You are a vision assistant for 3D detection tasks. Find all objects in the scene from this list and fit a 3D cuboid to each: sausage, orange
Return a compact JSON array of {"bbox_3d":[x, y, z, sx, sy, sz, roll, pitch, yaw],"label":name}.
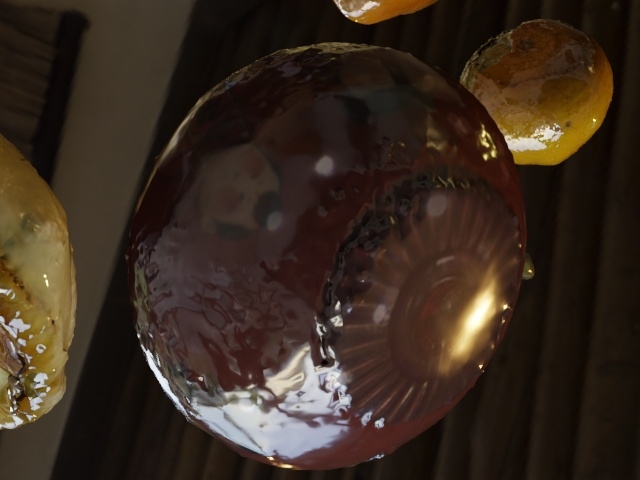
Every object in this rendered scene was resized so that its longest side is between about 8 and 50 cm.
[{"bbox_3d":[0.072,-0.250,1.194,0.098,0.238,0.098,8,-70,23],"label":"sausage"},{"bbox_3d":[0.210,-0.142,1.314,0.156,0.134,0.156,-12,-149,7],"label":"orange"}]

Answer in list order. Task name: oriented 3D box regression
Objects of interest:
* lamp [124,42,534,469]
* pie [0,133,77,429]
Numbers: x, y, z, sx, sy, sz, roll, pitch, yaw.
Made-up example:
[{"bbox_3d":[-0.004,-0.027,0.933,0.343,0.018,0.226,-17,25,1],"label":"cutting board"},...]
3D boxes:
[{"bbox_3d":[-0.003,0.004,0.495,0.156,0.157,0.135,-44,-137,-21],"label":"lamp"},{"bbox_3d":[-0.250,-0.018,0.636,0.315,0.315,0.092,-26,-153,46],"label":"pie"}]
